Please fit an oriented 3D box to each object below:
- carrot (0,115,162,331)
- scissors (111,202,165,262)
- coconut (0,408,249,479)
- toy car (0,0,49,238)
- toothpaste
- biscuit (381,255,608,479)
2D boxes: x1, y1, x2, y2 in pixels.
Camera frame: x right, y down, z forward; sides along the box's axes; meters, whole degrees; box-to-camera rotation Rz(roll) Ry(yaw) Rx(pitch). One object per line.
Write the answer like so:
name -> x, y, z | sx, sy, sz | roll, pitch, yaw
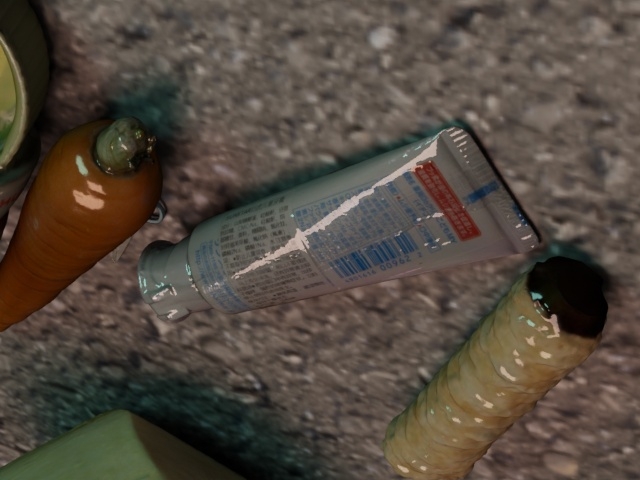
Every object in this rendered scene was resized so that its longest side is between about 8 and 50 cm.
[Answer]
carrot -> -0.163, 0.004, 0.953 | 0.069, 0.069, 0.336 | 36, 148, -7
scissors -> -0.119, -0.008, 0.957 | 0.036, 0.006, 0.083 | 32, 143, 1
coconut -> -0.145, 0.273, 1.078 | 0.323, 0.323, 0.323 | 18, 141, 15
toy car -> -0.247, -0.075, 0.879 | 0.235, 0.145, 0.235 | 6, 128, 8
toothpaste -> 0.000, 0.000, 0.856 | 0.234, 0.057, 0.089 | -15, 126, 35
biscuit -> 0.098, 0.083, 0.878 | 0.061, 0.055, 0.219 | 24, 143, -9
